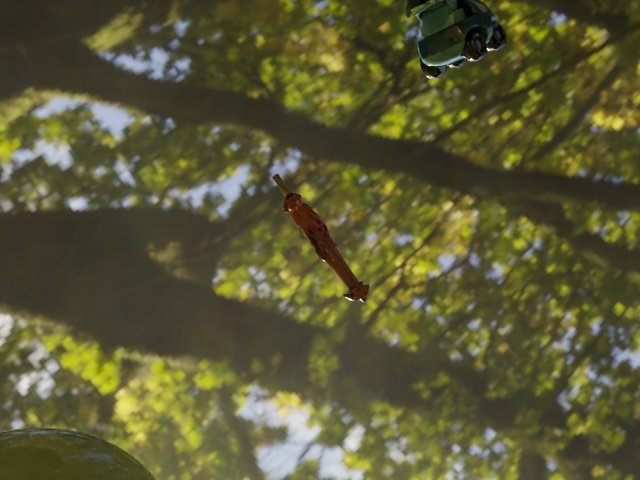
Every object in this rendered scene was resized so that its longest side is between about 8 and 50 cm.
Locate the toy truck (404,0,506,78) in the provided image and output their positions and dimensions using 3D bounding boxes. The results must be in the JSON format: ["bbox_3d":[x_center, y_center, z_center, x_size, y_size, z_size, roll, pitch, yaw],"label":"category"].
[{"bbox_3d":[0.126,-0.193,1.215,0.063,0.136,0.074,-21,-83,35],"label":"toy truck"}]

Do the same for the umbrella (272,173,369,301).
[{"bbox_3d":[0.000,0.000,1.404,0.165,0.027,0.025,53,-15,-21],"label":"umbrella"}]

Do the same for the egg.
[{"bbox_3d":[-0.193,0.200,0.932,0.149,0.192,0.149,178,-90,-76],"label":"egg"}]
